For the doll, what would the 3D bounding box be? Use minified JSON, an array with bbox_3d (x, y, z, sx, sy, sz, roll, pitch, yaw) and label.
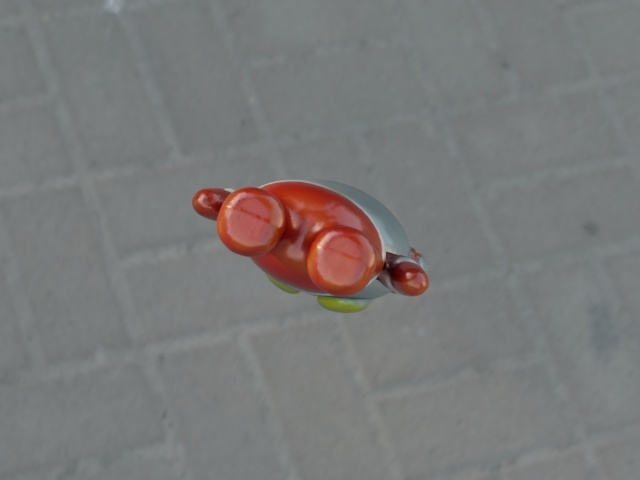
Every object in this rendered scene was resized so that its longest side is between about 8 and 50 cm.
[{"bbox_3d":[0.000,0.000,1.136,0.142,0.245,0.076,24,91,5],"label":"doll"}]
